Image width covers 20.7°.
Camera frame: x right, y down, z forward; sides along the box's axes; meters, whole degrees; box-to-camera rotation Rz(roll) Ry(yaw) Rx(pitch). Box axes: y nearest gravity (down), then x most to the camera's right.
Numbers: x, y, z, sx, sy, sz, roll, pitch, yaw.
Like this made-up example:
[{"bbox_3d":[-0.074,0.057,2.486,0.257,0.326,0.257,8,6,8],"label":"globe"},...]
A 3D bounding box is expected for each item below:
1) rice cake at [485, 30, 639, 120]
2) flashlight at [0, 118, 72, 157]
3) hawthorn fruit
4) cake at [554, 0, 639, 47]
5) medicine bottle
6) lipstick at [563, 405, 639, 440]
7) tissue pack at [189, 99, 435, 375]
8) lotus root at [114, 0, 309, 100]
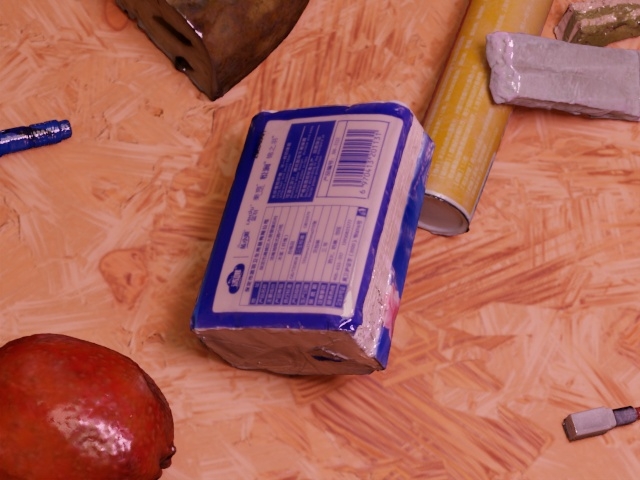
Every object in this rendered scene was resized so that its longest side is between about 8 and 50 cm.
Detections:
[{"bbox_3d":[0.276,-0.183,1.949,0.226,0.040,0.085,3,82,-37],"label":"rice cake"},{"bbox_3d":[-0.334,-0.112,1.921,0.121,0.057,0.035,-15,31,-18],"label":"flashlight"},{"bbox_3d":[-0.270,0.188,1.711,0.253,0.205,0.205,21,66,3],"label":"hawthorn fruit"},{"bbox_3d":[0.344,-0.261,2.042,0.140,0.055,0.051,-19,63,-15],"label":"cake"},{"bbox_3d":[0.193,-0.210,1.974,0.108,0.108,0.426,21,66,4],"label":"medicine bottle"},{"bbox_3d":[0.313,0.188,1.858,0.107,0.025,0.025,-11,68,-15],"label":"lipstick"},{"bbox_3d":[0.000,0.000,1.821,0.209,0.137,0.269,-4,60,34],"label":"tissue pack"},{"bbox_3d":[-0.110,-0.344,1.985,0.260,0.149,0.267,-40,79,-19],"label":"lotus root"}]
